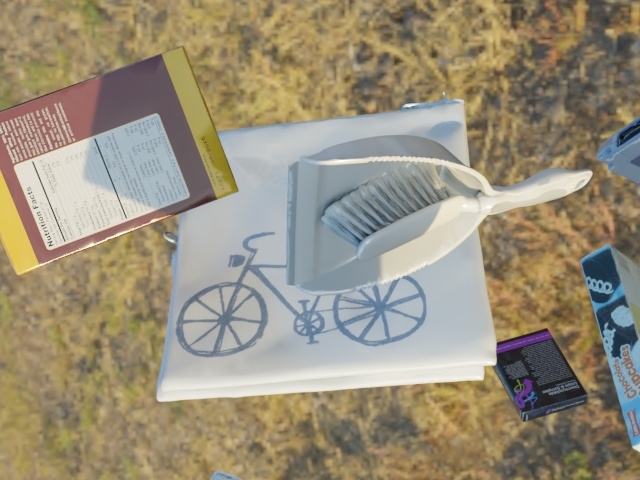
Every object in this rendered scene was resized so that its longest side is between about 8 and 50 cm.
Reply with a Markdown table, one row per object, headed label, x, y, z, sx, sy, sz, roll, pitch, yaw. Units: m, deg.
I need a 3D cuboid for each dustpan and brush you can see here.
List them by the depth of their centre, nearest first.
| label | x | y | z | sx | sy | sz | roll | pitch | yaw |
| --- | --- | --- | --- | --- | --- | --- | --- | --- | --- |
| dustpan and brush | 0.084 | -0.025 | 0.733 | 0.060 | 0.211 | 0.147 | 56 | 159 | 31 |

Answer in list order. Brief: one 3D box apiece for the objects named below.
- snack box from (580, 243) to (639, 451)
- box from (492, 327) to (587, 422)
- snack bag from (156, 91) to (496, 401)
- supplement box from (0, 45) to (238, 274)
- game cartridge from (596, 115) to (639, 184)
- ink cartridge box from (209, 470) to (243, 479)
| label | x | y | z | sx | sy | sz | roll | pitch | yaw |
| --- | --- | --- | --- | --- | --- | --- | --- | --- | --- |
| snack box | 0.475 | 0.174 | 1.527 | 0.060 | 0.187 | 0.321 | -37 | 38 | 31 |
| box | 0.361 | 0.225 | 1.823 | 0.162 | 0.116 | 0.029 | -113 | 11 | -48 |
| snack bag | 0.000 | 0.000 | 1.098 | 0.037 | 0.323 | 0.342 | 74 | -168 | -52 |
| supplement box | -0.191 | -0.072 | 0.961 | 0.191 | 0.194 | 0.129 | -149 | 38 | -80 |
| game cartridge | 0.646 | -0.174 | 1.866 | 0.294 | 0.196 | 0.060 | -39 | 30 | 56 |
| ink cartridge box | -0.090 | 0.368 | 1.076 | 0.056 | 0.181 | 0.224 | 8 | 62 | 45 |
